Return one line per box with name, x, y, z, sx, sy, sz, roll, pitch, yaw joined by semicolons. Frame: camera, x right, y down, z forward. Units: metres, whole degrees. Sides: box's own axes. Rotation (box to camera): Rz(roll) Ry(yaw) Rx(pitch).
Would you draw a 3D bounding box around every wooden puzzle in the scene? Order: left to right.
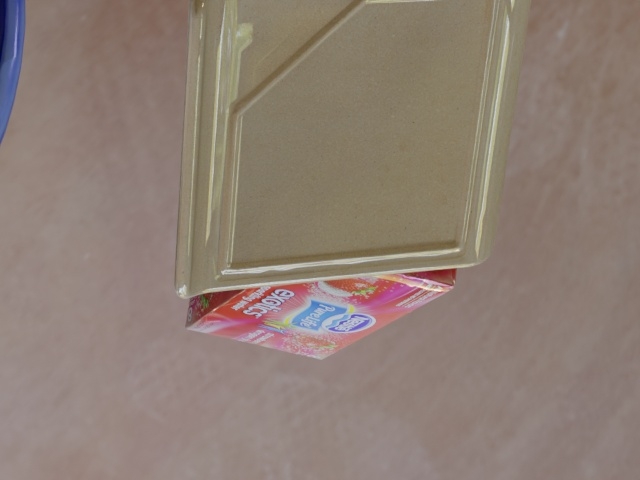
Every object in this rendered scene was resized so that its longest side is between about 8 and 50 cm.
wooden puzzle;0.019;-0.075;1.205;0.238;0.044;0.221;-8;122;-23

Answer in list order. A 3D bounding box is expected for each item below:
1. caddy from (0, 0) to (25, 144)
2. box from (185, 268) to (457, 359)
caddy;-0.263;-0.114;0.687;0.341;0.179;0.241;44;86;-4
box;0.000;0.000;1.471;0.128;0.123;0.257;14;159;-20
